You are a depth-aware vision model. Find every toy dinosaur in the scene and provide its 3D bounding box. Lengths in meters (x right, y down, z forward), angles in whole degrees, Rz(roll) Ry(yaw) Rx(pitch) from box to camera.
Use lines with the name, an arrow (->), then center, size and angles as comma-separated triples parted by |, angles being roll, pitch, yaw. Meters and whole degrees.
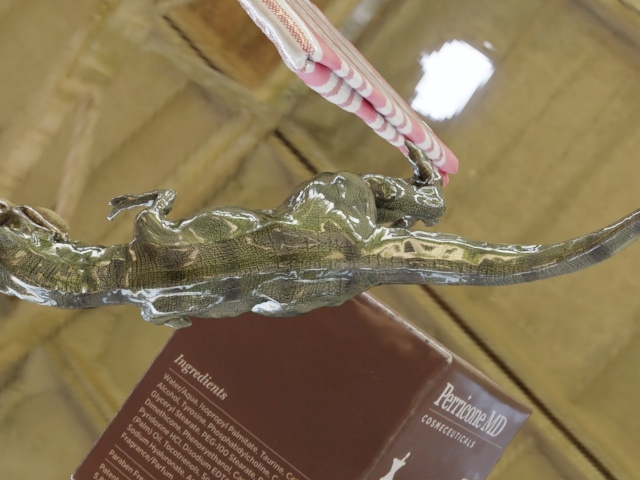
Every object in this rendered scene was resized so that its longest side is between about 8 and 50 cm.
toy dinosaur -> 0.000, 0.000, 0.623 | 0.268, 0.118, 0.064 | -4, -84, 1

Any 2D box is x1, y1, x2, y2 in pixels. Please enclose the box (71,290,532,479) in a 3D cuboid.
box -> -0.008, 0.129, 1.058 | 0.167, 0.168, 0.203 | 36, -89, 29

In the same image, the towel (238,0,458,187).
towel -> -0.009, -0.103, 0.874 | 0.029, 0.197, 0.144 | -45, -119, 7
